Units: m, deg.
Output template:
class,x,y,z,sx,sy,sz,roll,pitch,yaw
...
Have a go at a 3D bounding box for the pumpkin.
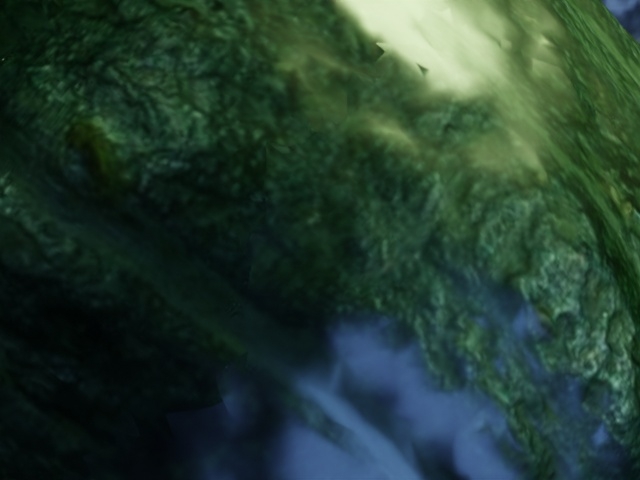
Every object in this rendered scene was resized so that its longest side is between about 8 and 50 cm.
class,x,y,z,sx,sy,sz,roll,pitch,yaw
pumpkin,0.000,0.000,0.484,0.197,0.263,0.293,-57,176,2
